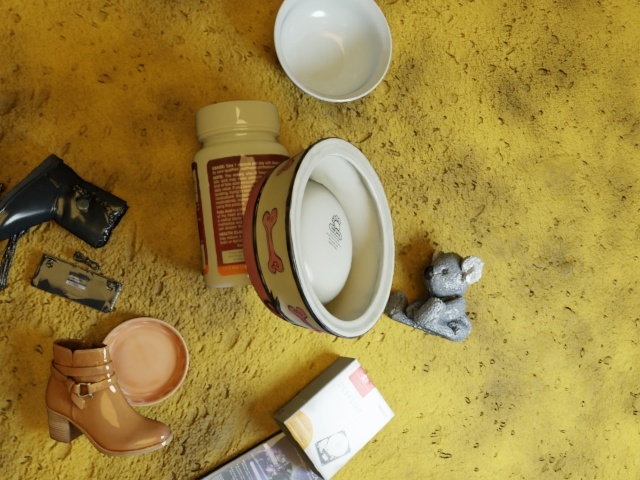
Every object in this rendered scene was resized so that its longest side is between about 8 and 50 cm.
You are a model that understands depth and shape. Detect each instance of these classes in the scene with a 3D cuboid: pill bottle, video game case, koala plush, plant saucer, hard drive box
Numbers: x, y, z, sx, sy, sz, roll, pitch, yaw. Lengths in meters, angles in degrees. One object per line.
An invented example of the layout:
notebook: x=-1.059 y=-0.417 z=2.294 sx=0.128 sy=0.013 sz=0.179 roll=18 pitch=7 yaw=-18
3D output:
pill bottle: x=-0.170 y=-0.099 z=1.284 sx=0.224 sy=0.224 sz=0.392 roll=-6 pitch=89 yaw=-16
video game case: x=-0.134 y=0.590 z=1.363 sx=0.274 sy=0.026 sz=0.196 roll=-26 pitch=95 yaw=-17
koala plush: x=0.312 y=0.129 z=1.441 sx=0.203 sy=0.196 sz=0.221 roll=24 pitch=80 yaw=-25
plant saucer: x=-0.404 y=0.274 z=1.294 sx=0.200 sy=0.037 sz=0.200 roll=1 pitch=86 yaw=-15
hard drive box: x=0.033 y=0.424 z=1.373 sx=0.232 sy=0.089 sz=0.181 roll=-38 pitch=98 yaw=-23

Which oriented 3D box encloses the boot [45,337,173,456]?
boot: x=-0.448 y=0.325 z=1.205 sx=0.283 sy=0.109 sz=0.220 roll=7 pitch=98 yaw=13

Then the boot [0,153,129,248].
boot: x=-0.558 y=-0.045 z=1.213 sx=0.207 sy=0.094 sz=0.246 roll=37 pitch=56 yaw=-10

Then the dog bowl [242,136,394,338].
dog bowl: x=0.000 y=0.000 z=1.186 sx=0.408 sy=0.150 sz=0.408 roll=15 pitch=72 yaw=-54

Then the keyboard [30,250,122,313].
keyboard: x=-0.540 y=0.083 z=1.272 sx=0.180 sy=0.023 sz=0.108 roll=24 pitch=87 yaw=-15

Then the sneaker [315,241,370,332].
sneaker: x=0.061 y=0.095 z=1.405 sx=0.121 sy=0.112 sz=0.299 roll=30 pitch=91 yaw=24

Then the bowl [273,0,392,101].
bowl: x=0.017 y=-0.471 z=1.402 sx=0.298 sy=0.134 sz=0.297 roll=1 pitch=86 yaw=-16

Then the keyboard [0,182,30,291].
keyboard: x=-0.746 y=0.021 z=1.211 sx=0.202 sy=0.033 sz=0.317 roll=17 pitch=84 yaw=-14
